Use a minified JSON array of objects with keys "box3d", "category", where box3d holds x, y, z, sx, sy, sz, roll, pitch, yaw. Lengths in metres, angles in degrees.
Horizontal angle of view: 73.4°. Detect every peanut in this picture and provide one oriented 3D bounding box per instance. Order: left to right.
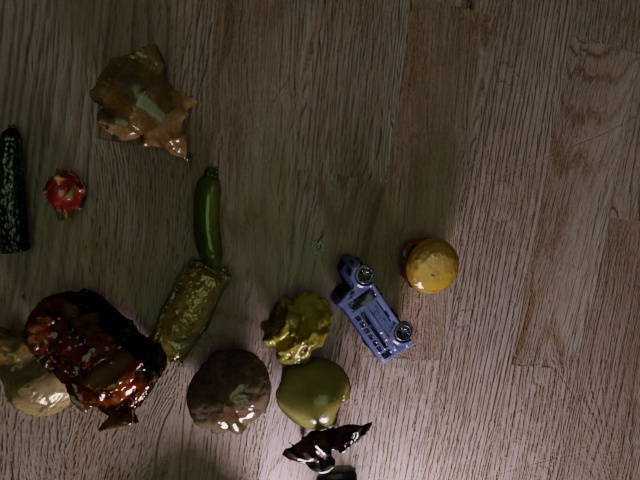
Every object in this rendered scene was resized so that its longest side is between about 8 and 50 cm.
[{"box3d":[-0.685,0.304,1.003,0.122,0.137,0.253,-32,99,-8],"category":"peanut"}]

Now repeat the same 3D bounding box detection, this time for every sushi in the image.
[{"box3d":[-0.517,0.275,0.990,0.343,0.182,0.196,42,103,1],"category":"sushi"}]

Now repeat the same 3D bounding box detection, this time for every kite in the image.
[{"box3d":[-0.006,-0.001,1.173,0.044,0.002,0.078,1,98,-12],"category":"kite"}]

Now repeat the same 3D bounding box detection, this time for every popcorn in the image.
[{"box3d":[-0.058,0.216,1.102,0.197,0.197,0.156,-44,101,-4],"category":"popcorn"}]

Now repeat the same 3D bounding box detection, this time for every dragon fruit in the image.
[{"box3d":[-0.596,-0.105,1.001,0.086,0.081,0.116,15,93,-24],"category":"dragon fruit"}]

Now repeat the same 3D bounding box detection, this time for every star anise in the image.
[{"box3d":[0.025,0.542,1.118,0.271,0.272,0.103,-12,70,-10],"category":"star anise"}]

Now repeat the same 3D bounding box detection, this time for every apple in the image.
[{"box3d":[-0.018,0.397,1.126,0.199,0.200,0.200,-1,97,-11],"category":"apple"}]

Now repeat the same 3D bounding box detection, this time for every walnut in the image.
[{"box3d":[-0.224,0.374,1.064,0.223,0.224,0.225,-1,97,-11],"category":"walnut"}]

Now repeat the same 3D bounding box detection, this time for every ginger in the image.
[{"box3d":[-0.395,-0.294,0.996,0.218,0.123,0.270,-30,102,-9],"category":"ginger"}]

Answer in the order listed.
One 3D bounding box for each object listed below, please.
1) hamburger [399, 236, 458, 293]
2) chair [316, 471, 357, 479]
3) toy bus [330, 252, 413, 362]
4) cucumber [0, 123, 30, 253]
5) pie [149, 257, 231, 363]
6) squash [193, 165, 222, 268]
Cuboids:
[{"box3d":[0.299,0.066,1.186,0.161,0.115,0.162,-2,100,-11],"category":"hamburger"},{"box3d":[0.058,0.805,1.236,0.140,0.221,0.145,-3,140,-12],"category":"chair"},{"box3d":[0.124,0.179,1.160,0.133,0.125,0.292,-36,104,-5],"category":"toy bus"},{"box3d":[-0.711,-0.117,0.984,0.067,0.067,0.294,-1,96,-12],"category":"cucumber"},{"box3d":[-0.336,0.179,1.096,0.128,0.068,0.283,28,87,-11],"category":"pie"},{"box3d":[-0.282,-0.057,1.072,0.069,0.069,0.259,-2,91,-11],"category":"squash"}]
